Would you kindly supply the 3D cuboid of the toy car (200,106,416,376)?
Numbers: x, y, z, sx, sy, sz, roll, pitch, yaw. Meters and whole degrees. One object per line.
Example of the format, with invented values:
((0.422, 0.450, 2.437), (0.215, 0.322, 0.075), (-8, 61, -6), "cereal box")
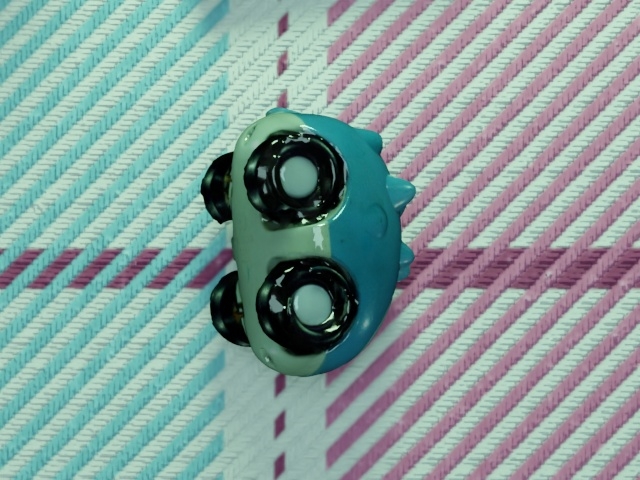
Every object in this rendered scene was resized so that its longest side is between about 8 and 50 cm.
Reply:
((0.000, 0.000, 1.122), (0.190, 0.188, 0.255), (-3, 87, -24), "toy car")
